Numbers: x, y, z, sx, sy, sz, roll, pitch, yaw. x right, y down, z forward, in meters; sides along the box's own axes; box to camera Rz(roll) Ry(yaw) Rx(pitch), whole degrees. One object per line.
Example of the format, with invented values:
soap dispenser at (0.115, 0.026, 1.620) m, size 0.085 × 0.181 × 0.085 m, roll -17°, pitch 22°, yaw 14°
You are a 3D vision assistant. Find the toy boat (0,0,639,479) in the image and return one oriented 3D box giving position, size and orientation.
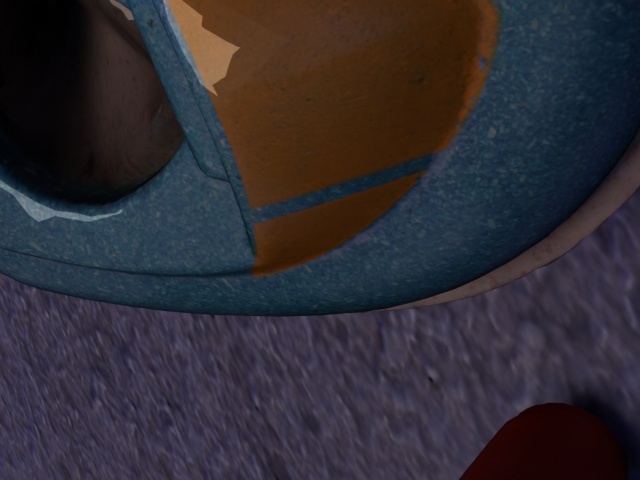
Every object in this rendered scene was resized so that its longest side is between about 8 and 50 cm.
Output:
toy boat at (0.000, 0.000, 0.427) m, size 0.267 × 0.148 × 0.318 m, roll -11°, pitch 114°, yaw 37°
